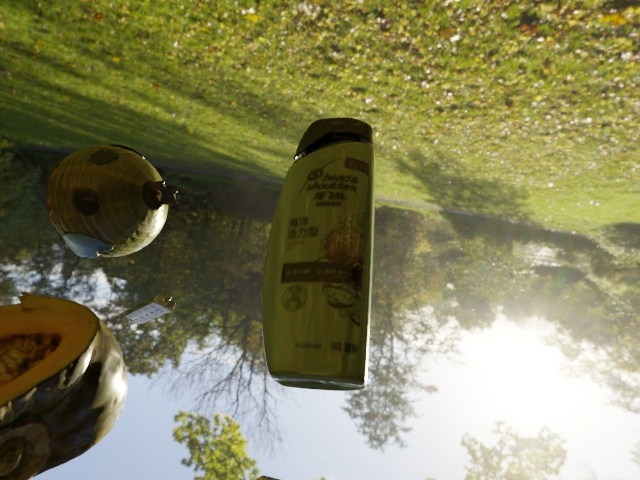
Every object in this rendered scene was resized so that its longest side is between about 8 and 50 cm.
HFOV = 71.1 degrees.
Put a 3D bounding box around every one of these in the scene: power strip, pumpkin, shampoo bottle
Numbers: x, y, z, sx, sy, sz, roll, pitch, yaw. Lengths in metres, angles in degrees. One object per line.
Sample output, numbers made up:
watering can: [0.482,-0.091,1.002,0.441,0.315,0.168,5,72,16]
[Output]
power strip: [-0.488,0.197,1.283,0.060,0.027,0.253,34,141,-31]
pumpkin: [-0.374,0.177,0.460,0.222,0.139,0.317,14,-153,25]
shampoo bottle: [0.000,0.000,0.574,0.135,0.358,0.078,0,153,10]

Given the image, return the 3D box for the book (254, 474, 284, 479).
book: [-0.075,0.455,0.766,0.182,0.127,0.014,36,-161,-34]

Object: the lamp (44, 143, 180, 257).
lamp: [-0.437,-0.085,0.974,0.285,0.249,0.250,-3,176,19]
